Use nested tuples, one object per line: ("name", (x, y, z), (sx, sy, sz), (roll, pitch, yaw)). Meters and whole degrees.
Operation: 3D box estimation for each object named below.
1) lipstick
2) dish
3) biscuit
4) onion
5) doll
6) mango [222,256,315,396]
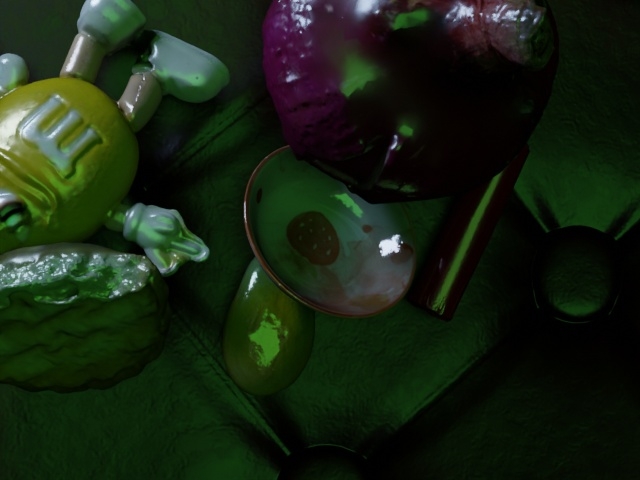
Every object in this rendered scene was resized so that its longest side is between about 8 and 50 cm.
("lipstick", (0.214, -0.020, 1.336), (0.073, 0.073, 0.280), (27, 87, -10))
("dish", (0.000, 0.000, 1.263), (0.260, 0.085, 0.260), (15, 57, -24))
("biscuit", (-0.350, 0.094, 1.127), (0.334, 0.329, 0.078), (12, 51, -25))
("onion", (0.143, -0.249, 1.140), (0.398, 0.420, 0.399), (3, 82, -20))
("doll", (-0.301, -0.120, 1.195), (0.347, 0.161, 0.423), (5, 75, -3))
("mango", (-0.071, 0.115, 1.281), (0.130, 0.092, 0.195), (-2, 83, -8))
